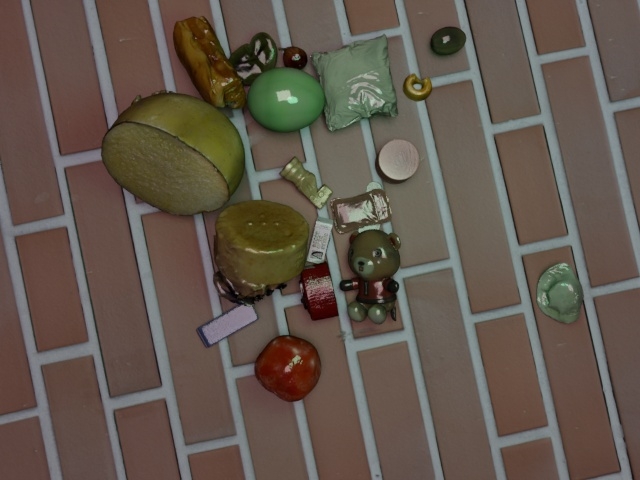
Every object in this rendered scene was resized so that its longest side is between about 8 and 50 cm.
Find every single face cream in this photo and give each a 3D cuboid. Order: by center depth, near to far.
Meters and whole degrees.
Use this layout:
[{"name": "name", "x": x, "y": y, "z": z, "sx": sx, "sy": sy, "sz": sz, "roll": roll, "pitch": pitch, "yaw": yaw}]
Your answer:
[{"name": "face cream", "x": 0.274, "y": -0.282, "z": 1.940, "sx": 0.149, "sy": 0.104, "sz": 0.148, "roll": 0, "pitch": 88, "yaw": -2}]

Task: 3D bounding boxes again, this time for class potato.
[{"name": "potato", "x": -0.460, "y": -0.313, "z": 1.829, "sx": 0.443, "sy": 0.385, "sz": 0.319, "roll": 28, "pitch": 52, "yaw": -7}]

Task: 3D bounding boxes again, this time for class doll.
[{"name": "doll", "x": 0.193, "y": 0.124, "z": 1.891, "sx": 0.174, "sy": 0.235, "sz": 0.329, "roll": -7, "pitch": 98, "yaw": -44}]

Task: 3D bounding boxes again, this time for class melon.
[{"name": "melon", "x": 0.464, "y": -0.724, "z": 1.964, "sx": 0.131, "sy": 0.098, "sz": 0.097, "roll": -8, "pitch": 88, "yaw": -5}]

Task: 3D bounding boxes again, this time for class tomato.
[{"name": "tomato", "x": -0.106, "y": 0.437, "z": 1.863, "sx": 0.232, "sy": 0.188, "sz": 0.231, "roll": 0, "pitch": 88, "yaw": -4}]

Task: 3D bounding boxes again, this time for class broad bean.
[{"name": "broad bean", "x": -0.242, "y": -0.653, "z": 1.964, "sx": 0.153, "sy": 0.072, "sz": 0.206, "roll": 45, "pitch": 100, "yaw": 4}]

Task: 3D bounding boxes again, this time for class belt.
[{"name": "belt", "x": -0.013, "y": 0.180, "z": 1.905, "sx": 0.124, "sy": 0.128, "sz": 0.200, "roll": -12, "pitch": 89, "yaw": -3}]

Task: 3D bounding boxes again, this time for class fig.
[{"name": "fig", "x": -0.105, "y": -0.674, "z": 1.963, "sx": 0.089, "sy": 0.089, "sz": 0.125, "roll": -34, "pitch": 69, "yaw": -2}]

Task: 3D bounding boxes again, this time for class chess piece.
[{"name": "chess piece", "x": -0.049, "y": -0.205, "z": 1.949, "sx": 0.200, "sy": 0.090, "sz": 0.090, "roll": 43, "pitch": 87, "yaw": -11}]

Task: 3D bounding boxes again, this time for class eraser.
[{"name": "eraser", "x": -0.333, "y": 0.299, "z": 1.936, "sx": 0.225, "sy": 0.036, "sz": 0.081, "roll": -30, "pitch": 89, "yaw": -2}]

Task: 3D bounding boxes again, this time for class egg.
[{"name": "egg", "x": -0.119, "y": -0.488, "z": 1.878, "sx": 0.270, "sy": 0.220, "sz": 0.220, "roll": -8, "pitch": 88, "yaw": -4}]

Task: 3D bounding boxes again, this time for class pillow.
[{"name": "pillow", "x": 0.122, "y": -0.557, "z": 1.932, "sx": 0.284, "sy": 0.138, "sz": 0.309, "roll": -10, "pitch": 86, "yaw": 7}, {"name": "pillow", "x": 0.148, "y": -0.107, "z": 1.963, "sx": 0.211, "sy": 0.034, "sz": 0.135, "roll": -13, "pitch": 83, "yaw": 0}]

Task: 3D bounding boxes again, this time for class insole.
[{"name": "insole", "x": 0.188, "y": -0.102, "z": 1.981, "sx": 0.080, "sy": 0.003, "sz": 0.231, "roll": 9, "pitch": 88, "yaw": -1}]

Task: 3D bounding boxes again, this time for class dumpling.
[{"name": "dumpling", "x": 0.866, "y": 0.191, "z": 1.938, "sx": 0.153, "sy": 0.108, "sz": 0.218, "roll": -10, "pitch": 86, "yaw": -2}]

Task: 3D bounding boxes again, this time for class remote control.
[{"name": "remote control", "x": 0.000, "y": 0.000, "z": 1.961, "sx": 0.065, "sy": 0.029, "sz": 0.166, "roll": 14, "pitch": 92, "yaw": -2}]

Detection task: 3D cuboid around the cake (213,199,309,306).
[{"name": "cake", "x": -0.209, "y": 0.066, "z": 1.855, "sx": 0.333, "sy": 0.332, "sz": 0.320, "roll": 11, "pitch": 125, "yaw": -1}]

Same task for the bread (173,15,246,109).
[{"name": "bread", "x": -0.389, "y": -0.601, "z": 1.864, "sx": 0.149, "sy": 0.195, "sz": 0.343, "roll": -27, "pitch": 72, "yaw": -7}]

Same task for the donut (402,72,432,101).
[{"name": "donut", "x": 0.358, "y": -0.563, "z": 1.985, "sx": 0.108, "sy": 0.043, "sz": 0.097, "roll": 12, "pitch": 87, "yaw": 3}]
